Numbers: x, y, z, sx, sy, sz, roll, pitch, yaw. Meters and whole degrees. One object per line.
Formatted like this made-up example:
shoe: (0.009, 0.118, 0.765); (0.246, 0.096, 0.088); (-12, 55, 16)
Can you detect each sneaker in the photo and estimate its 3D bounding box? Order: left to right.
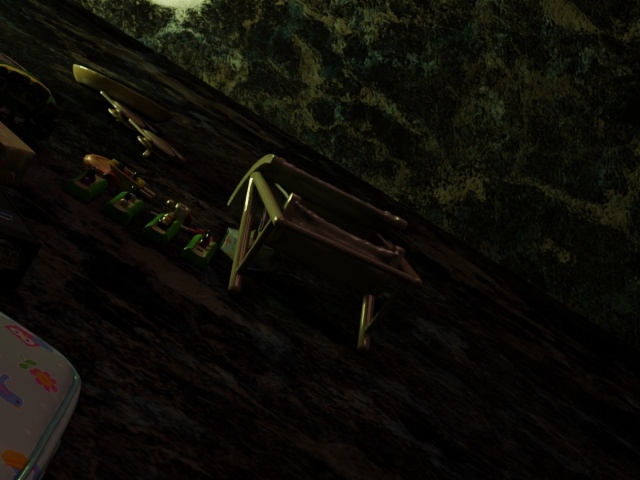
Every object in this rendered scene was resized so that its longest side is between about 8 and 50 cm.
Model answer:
sneaker: (-0.576, -0.270, 1.736); (0.344, 0.134, 0.146); (36, 2, -18)

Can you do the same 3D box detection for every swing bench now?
swing bench: (0.000, 0.000, 1.714); (0.253, 0.165, 0.254); (25, 31, -20)

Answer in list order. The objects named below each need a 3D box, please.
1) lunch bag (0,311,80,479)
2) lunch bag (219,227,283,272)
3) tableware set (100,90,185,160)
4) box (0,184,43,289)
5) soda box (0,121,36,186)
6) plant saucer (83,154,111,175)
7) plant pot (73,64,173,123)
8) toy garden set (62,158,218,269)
lunch bag: (-0.288, 0.122, 0.757); (0.224, 0.108, 0.279); (34, 12, -7)
lunch bag: (-0.111, 0.018, 1.802); (0.083, 0.053, 0.071); (4, 26, -42)
tableware set: (-0.368, -0.216, 2.202); (0.194, 0.039, 0.128); (43, 7, 31)
box: (-0.492, -0.076, 1.201); (0.296, 0.073, 0.293); (21, 16, -42)
soda box: (-0.485, -0.148, 1.551); (0.181, 0.058, 0.061); (37, 13, 33)
plant saucer: (-0.365, -0.125, 1.871); (0.084, 0.013, 0.083); (29, 11, -6)
plant pot: (-0.428, -0.307, 2.340); (0.236, 0.032, 0.236); (26, -3, 2)
toy garden set: (-0.264, -0.055, 1.733); (0.244, 0.049, 0.204); (30, 11, -3)
